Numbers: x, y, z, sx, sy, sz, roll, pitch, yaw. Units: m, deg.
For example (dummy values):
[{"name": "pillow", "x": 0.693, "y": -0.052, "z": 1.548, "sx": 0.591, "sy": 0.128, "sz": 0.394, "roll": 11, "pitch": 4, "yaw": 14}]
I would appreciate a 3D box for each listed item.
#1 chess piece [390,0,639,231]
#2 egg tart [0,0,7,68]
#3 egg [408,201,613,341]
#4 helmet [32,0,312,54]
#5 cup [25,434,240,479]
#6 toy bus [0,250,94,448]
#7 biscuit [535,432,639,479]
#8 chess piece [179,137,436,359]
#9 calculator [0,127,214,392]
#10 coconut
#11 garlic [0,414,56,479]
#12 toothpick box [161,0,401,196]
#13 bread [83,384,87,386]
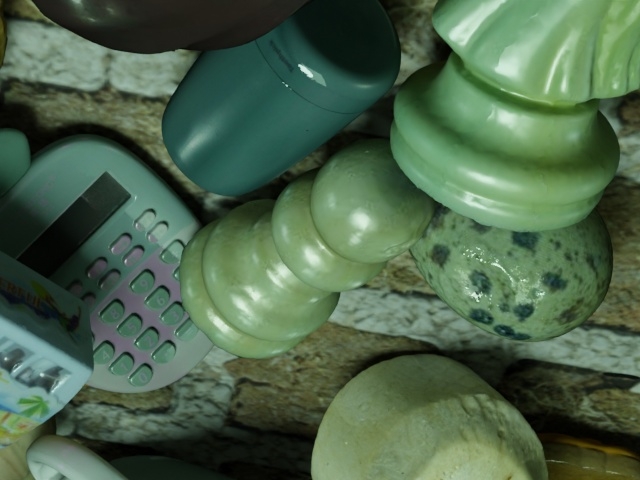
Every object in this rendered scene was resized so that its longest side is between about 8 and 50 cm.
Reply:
[{"name": "chess piece", "x": 0.162, "y": -0.167, "z": 1.092, "sx": 0.176, "sy": 0.175, "sz": 0.298, "roll": 13, "pitch": 124, "yaw": -7}, {"name": "egg tart", "x": -0.450, "y": -0.160, "z": 1.124, "sx": 0.443, "sy": 0.178, "sz": 0.443, "roll": 4, "pitch": 139, "yaw": 4}, {"name": "egg", "x": 0.150, "y": 0.003, "z": 1.265, "sx": 0.182, "sy": 0.141, "sz": 0.141, "roll": 30, "pitch": 134, "yaw": -3}, {"name": "helmet", "x": -0.097, "y": -0.212, "z": 1.005, "sx": 0.305, "sy": 0.177, "sz": 0.225, "roll": -24, "pitch": 144, "yaw": 26}, {"name": "cup", "x": -0.169, "y": 0.315, "z": 1.522, "sx": 0.274, "sy": 0.259, "sz": 0.356, "roll": 8, "pitch": 139, "yaw": 54}, {"name": "toy bus", "x": -0.320, "y": 0.042, "z": 1.162, "sx": 0.136, "sy": 0.109, "sz": 0.330, "roll": -30, "pitch": 139, "yaw": 23}, {"name": "biscuit", "x": 0.248, "y": 0.241, "z": 1.585, "sx": 0.170, "sy": 0.050, "sz": 0.170, "roll": 5, "pitch": 146, "yaw": 3}, {"name": "chess piece", "x": 0.000, "y": 0.000, "z": 1.251, "sx": 0.133, "sy": 0.133, "sz": 0.243, "roll": 28, "pitch": 146, "yaw": -22}, {"name": "calculator", "x": -0.198, "y": 0.015, "z": 1.324, "sx": 0.185, "sy": 0.041, "sz": 0.299, "roll": -46, "pitch": 121, "yaw": -1}, {"name": "coconut", "x": 0.098, "y": 0.213, "z": 1.466, "sx": 0.202, "sy": 0.222, "sz": 0.202, "roll": -5, "pitch": 105, "yaw": -19}, {"name": "garlic", "x": -0.326, "y": 0.175, "z": 1.541, "sx": 0.115, "sy": 0.128, "sz": 0.206, "roll": -24, "pitch": 127, "yaw": 0}, {"name": "toothpick box", "x": -0.037, "y": -0.114, "z": 1.173, "sx": 0.120, "sy": 0.120, "sz": 0.184, "roll": 28, "pitch": 135, "yaw": -23}, {"name": "bread", "x": -0.254, "y": 0.089, "z": 1.442, "sx": 0.173, "sy": 0.085, "sz": 0.134, "roll": -10, "pitch": 135, "yaw": 16}]
